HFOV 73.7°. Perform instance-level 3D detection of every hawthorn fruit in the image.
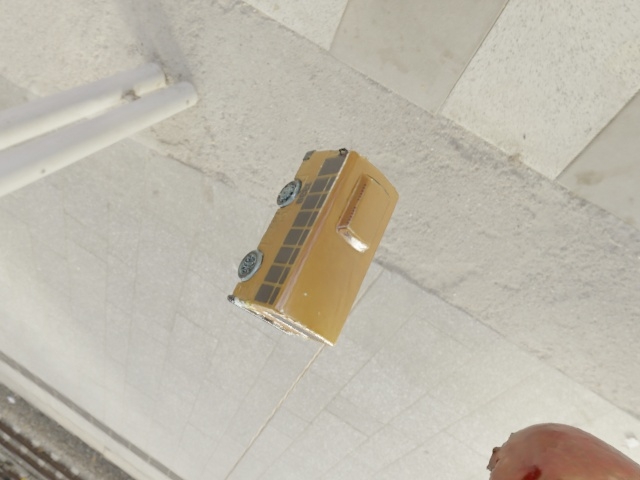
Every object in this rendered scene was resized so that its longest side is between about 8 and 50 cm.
[{"bbox_3d":[0.193,0.213,0.331,0.148,0.172,0.148,2,105,8],"label":"hawthorn fruit"}]

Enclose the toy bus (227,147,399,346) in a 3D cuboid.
[{"bbox_3d":[0.000,0.000,0.462,0.098,0.201,0.114,38,159,-33],"label":"toy bus"}]
